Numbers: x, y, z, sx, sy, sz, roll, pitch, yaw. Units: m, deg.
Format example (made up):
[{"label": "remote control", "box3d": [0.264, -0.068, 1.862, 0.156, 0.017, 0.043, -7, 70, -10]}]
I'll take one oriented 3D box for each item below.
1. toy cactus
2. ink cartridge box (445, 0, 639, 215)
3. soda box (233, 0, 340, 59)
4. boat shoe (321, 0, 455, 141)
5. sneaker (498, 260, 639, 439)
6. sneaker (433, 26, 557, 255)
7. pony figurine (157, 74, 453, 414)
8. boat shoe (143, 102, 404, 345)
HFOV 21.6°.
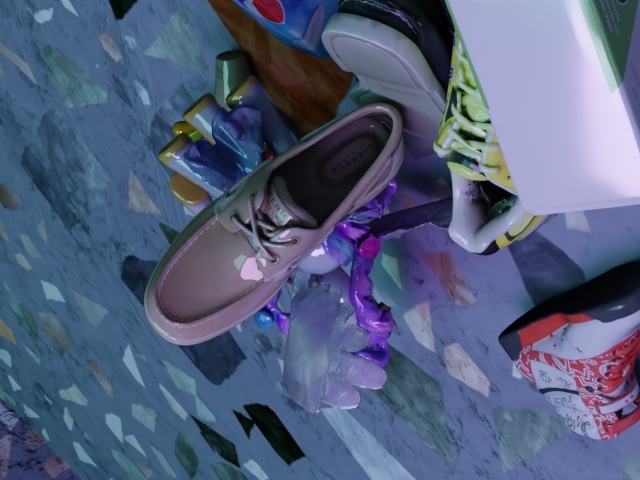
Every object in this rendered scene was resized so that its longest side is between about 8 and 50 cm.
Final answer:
[{"label": "toy cactus", "box3d": [-0.102, -0.130, 1.961, 0.219, 0.112, 0.180, 29, 134, 51]}, {"label": "ink cartridge box", "box3d": [0.219, -0.174, 1.236, 0.115, 0.273, 0.198, -6, 119, 37]}, {"label": "soda box", "box3d": [-0.053, -0.262, 1.655, 0.067, 0.071, 0.210, 26, 174, 41]}, {"label": "boat shoe", "box3d": [0.086, -0.180, 1.567, 0.127, 0.113, 0.340, 18, 172, 21]}, {"label": "sneaker", "box3d": [0.290, 0.115, 1.660, 0.145, 0.090, 0.270, 53, 155, -2]}, {"label": "sneaker", "box3d": [0.174, -0.129, 1.457, 0.145, 0.147, 0.385, 25, 149, 29]}, {"label": "pony figurine", "box3d": [0.000, 0.000, 1.754, 0.363, 0.303, 0.351, 48, 166, -11]}, {"label": "boat shoe", "box3d": [-0.043, -0.022, 1.563, 0.109, 0.302, 0.098, 50, 170, 8]}]
